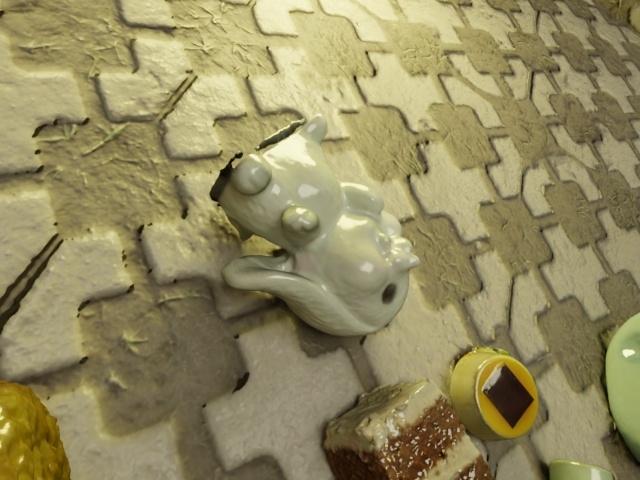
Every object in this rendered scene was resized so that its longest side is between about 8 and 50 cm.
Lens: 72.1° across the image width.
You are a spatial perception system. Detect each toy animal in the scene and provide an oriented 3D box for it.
[{"bbox_3d":[-0.016,-0.004,0.563,0.249,0.174,0.290,-17,74,-45],"label":"toy animal"}]

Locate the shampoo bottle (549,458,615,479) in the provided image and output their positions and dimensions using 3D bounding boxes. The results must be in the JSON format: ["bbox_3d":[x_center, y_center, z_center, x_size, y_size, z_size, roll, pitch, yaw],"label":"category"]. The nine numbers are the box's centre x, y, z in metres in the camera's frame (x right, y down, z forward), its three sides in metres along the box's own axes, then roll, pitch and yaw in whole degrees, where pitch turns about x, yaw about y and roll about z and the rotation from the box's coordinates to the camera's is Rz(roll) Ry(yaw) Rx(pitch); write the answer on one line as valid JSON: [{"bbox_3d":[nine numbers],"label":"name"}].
[{"bbox_3d":[0.360,0.448,0.596,0.085,0.085,0.263,26,58,-15],"label":"shampoo bottle"}]

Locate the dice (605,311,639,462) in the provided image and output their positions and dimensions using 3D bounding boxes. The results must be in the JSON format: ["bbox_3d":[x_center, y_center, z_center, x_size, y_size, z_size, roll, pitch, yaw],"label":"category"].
[{"bbox_3d":[0.694,0.270,0.754,0.264,0.262,0.268,25,59,-16],"label":"dice"}]

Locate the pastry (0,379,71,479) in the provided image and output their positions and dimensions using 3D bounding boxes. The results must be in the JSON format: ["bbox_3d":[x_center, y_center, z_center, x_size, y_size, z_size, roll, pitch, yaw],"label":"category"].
[{"bbox_3d":[-0.234,0.210,0.301,0.132,0.235,0.240,-17,58,-36],"label":"pastry"}]

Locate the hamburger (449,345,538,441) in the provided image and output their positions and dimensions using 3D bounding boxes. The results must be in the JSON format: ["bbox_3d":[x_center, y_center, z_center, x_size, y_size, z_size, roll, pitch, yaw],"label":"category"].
[{"bbox_3d":[0.255,0.223,0.652,0.126,0.081,0.141,35,67,-7],"label":"hamburger"}]

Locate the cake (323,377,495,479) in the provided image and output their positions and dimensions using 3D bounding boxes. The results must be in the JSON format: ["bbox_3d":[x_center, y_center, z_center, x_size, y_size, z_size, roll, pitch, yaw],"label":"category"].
[{"bbox_3d":[0.098,0.255,0.519,0.135,0.134,0.147,-21,84,-36],"label":"cake"}]
